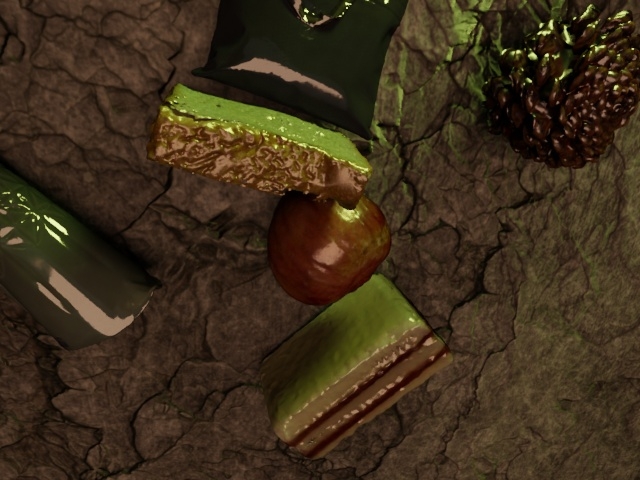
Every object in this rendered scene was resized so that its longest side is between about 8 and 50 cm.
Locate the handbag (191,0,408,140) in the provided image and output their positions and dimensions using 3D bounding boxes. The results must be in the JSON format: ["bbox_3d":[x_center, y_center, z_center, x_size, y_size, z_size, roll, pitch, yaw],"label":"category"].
[{"bbox_3d":[-0.017,-0.275,0.602,0.255,0.089,0.210,16,90,-15],"label":"handbag"}]

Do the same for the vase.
[{"bbox_3d":[-0.409,0.020,0.650,0.251,0.156,0.301,-29,113,31],"label":"vase"}]

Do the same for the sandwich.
[{"bbox_3d":[-0.080,-0.130,0.592,0.251,0.226,0.087,13,107,-18],"label":"sandwich"}]

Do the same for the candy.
[{"bbox_3d":[0.048,0.215,0.802,0.321,0.179,0.135,-38,117,7],"label":"candy"}]

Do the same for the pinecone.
[{"bbox_3d":[0.342,-0.216,0.657,0.222,0.221,0.221,-4,115,-10],"label":"pinecone"}]

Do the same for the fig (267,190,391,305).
[{"bbox_3d":[0.000,0.000,0.701,0.205,0.205,0.205,-4,115,-10],"label":"fig"}]
